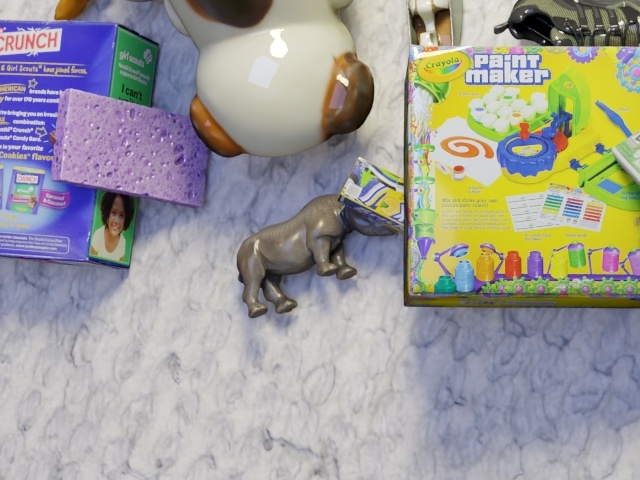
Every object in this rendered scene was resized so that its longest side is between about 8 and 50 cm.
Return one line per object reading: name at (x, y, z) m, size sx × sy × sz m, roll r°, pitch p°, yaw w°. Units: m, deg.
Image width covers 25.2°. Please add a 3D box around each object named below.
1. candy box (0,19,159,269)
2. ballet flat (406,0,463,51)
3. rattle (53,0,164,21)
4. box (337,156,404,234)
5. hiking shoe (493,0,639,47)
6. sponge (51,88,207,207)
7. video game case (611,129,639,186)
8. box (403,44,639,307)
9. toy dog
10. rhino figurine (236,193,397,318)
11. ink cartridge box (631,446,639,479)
candy box at (-0.378, -0.131, 1.930) m, size 0.268 × 0.122 × 0.317 m, roll 5°, pitch 86°, yaw 22°
ballet flat at (0.140, -0.266, 1.782) m, size 0.072 × 0.068 × 0.213 m, roll -6°, pitch 81°, yaw 19°
rattle at (-0.252, -0.313, 1.937) m, size 0.200 × 0.130 × 0.142 m, roll 25°, pitch 105°, yaw -5°
box at (0.107, -0.038, 1.737) m, size 0.169 × 0.059 × 0.054 m, roll 27°, pitch 82°, yaw 0°
hiking shoe at (0.321, -0.234, 1.682) m, size 0.227 × 0.086 × 0.114 m, roll 21°, pitch 55°, yaw 30°
sponge at (-0.241, -0.116, 1.840) m, size 0.031 × 0.210 × 0.117 m, roll -2°, pitch 80°, yaw 53°
video game case at (0.417, -0.091, 1.431) m, size 0.193 × 0.023 × 0.212 m, roll -33°, pitch 33°, yaw 5°
box at (0.240, -0.067, 1.618) m, size 0.290 × 0.177 × 0.279 m, roll 1°, pitch 83°, yaw 2°
toy dog at (-0.067, -0.302, 1.718) m, size 0.285 × 0.395 × 0.407 m, roll -14°, pitch 112°, yaw 5°
rhino figurine at (0.000, 0.000, 1.798) m, size 0.243 × 0.073 × 0.106 m, roll -29°, pitch 68°, yaw 10°
ink cartridge box at (0.463, 0.151, 1.487) m, size 0.207 × 0.119 × 0.353 m, roll 10°, pitch 113°, yaw 1°
